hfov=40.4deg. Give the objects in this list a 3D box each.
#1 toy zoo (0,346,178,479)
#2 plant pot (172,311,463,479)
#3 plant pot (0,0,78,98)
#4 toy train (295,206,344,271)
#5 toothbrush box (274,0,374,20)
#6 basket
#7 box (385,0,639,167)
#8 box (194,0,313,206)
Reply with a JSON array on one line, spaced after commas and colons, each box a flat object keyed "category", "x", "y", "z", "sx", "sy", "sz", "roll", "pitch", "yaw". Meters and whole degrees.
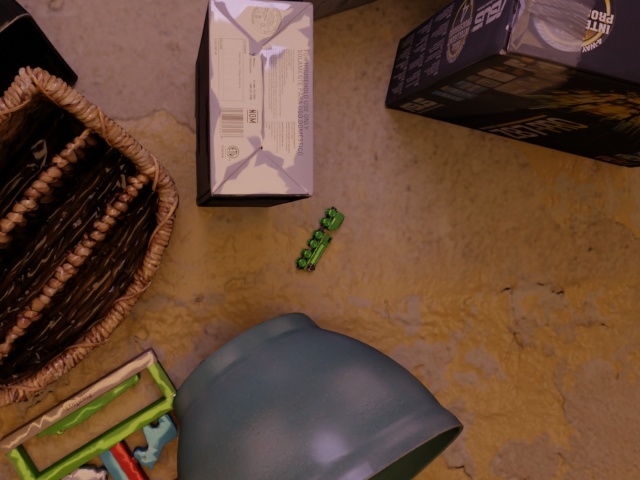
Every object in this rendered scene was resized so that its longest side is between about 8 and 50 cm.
[{"category": "toy zoo", "x": -0.195, "y": 0.293, "z": 0.970, "sx": 0.192, "sy": 0.030, "sz": 0.293, "roll": -32, "pitch": 97, "yaw": -7}, {"category": "plant pot", "x": -0.029, "y": 0.199, "z": 0.890, "sx": 0.293, "sy": 0.293, "sz": 0.196, "roll": -34, "pitch": 69, "yaw": -7}, {"category": "plant pot", "x": -0.385, "y": -0.190, "z": 0.859, "sx": 0.188, "sy": 0.187, "sz": 0.167, "roll": -41, "pitch": 84, "yaw": -6}, {"category": "toy train", "x": 0.000, "y": 0.000, "z": 1.002, "sx": 0.024, "sy": 0.017, "sz": 0.083, "roll": 32, "pitch": 86, "yaw": -19}, {"category": "toothbrush box", "x": -0.016, "y": -0.394, "z": 0.888, "sx": 0.126, "sy": 0.216, "sz": 0.295, "roll": -20, "pitch": 94, "yaw": -8}, {"category": "basket", "x": -0.278, "y": 0.016, "z": 0.853, "sx": 0.213, "sy": 0.223, "sz": 0.299, "roll": 40, "pitch": 84, "yaw": -8}, {"category": "box", "x": 0.263, "y": -0.156, "z": 0.849, "sx": 0.318, "sy": 0.395, "sz": 0.097, "roll": 14, "pitch": 90, "yaw": -10}, {"category": "box", "x": -0.073, "y": -0.119, "z": 0.849, "sx": 0.087, "sy": 0.290, "sz": 0.169, "roll": -1, "pitch": 90, "yaw": -11}]
